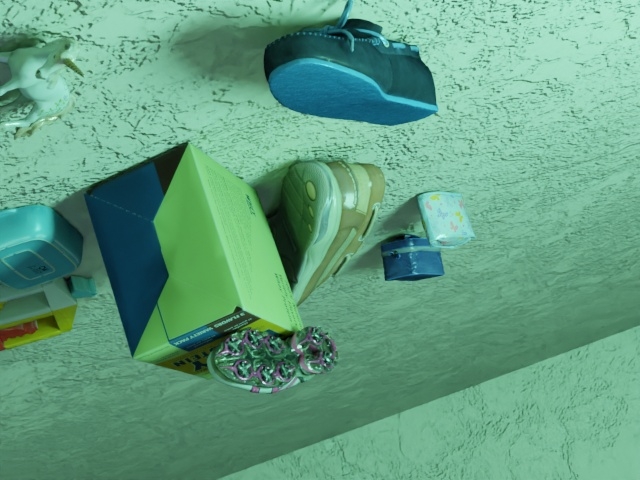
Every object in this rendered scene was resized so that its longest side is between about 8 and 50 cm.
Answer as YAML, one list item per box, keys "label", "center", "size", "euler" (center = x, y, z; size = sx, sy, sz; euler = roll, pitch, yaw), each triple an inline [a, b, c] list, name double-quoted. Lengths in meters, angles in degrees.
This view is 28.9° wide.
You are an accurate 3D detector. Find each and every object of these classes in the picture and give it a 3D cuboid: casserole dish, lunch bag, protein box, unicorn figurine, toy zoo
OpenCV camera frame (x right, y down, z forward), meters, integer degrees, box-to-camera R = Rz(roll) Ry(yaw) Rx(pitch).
- label: "casserole dish"
  center: [-0.334, 0.013, 1.403]
  size: [0.114, 0.037, 0.188]
  euler: [-19, 162, 1]
- label: "lunch bag"
  center: [0.166, -0.028, 1.710]
  size: [0.053, 0.071, 0.083]
  euler: [-27, 162, 34]
- label: "protein box"
  center: [-0.136, 0.031, 1.385]
  size: [0.136, 0.200, 0.201]
  euler: [-24, 161, 12]
- label: "lunch bag"
  center: [0.133, 0.024, 1.836]
  size: [0.067, 0.065, 0.098]
  euler: [-14, 169, 38]
- label: "unicorn figurine"
  center: [-0.248, -0.135, 1.057]
  size: [0.111, 0.060, 0.162]
  euler: [-19, 177, -1]
- label: "toy zoo"
  center: [-0.426, 0.101, 1.566]
  size: [0.293, 0.030, 0.192]
  euler: [-15, 160, -11]

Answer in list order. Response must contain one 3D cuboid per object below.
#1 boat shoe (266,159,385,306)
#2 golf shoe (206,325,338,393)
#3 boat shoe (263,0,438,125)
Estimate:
- label: "boat shoe"
  center: [0.000, 0.000, 1.562]
  size: [0.116, 0.123, 0.324]
  euler: [-13, 162, -22]
- label: "golf shoe"
  center: [-0.062, 0.139, 1.340]
  size: [0.086, 0.067, 0.186]
  euler: [-32, 159, 32]
- label: "boat shoe"
  center: [0.022, -0.166, 1.176]
  size: [0.109, 0.089, 0.258]
  euler: [-13, 170, 25]
